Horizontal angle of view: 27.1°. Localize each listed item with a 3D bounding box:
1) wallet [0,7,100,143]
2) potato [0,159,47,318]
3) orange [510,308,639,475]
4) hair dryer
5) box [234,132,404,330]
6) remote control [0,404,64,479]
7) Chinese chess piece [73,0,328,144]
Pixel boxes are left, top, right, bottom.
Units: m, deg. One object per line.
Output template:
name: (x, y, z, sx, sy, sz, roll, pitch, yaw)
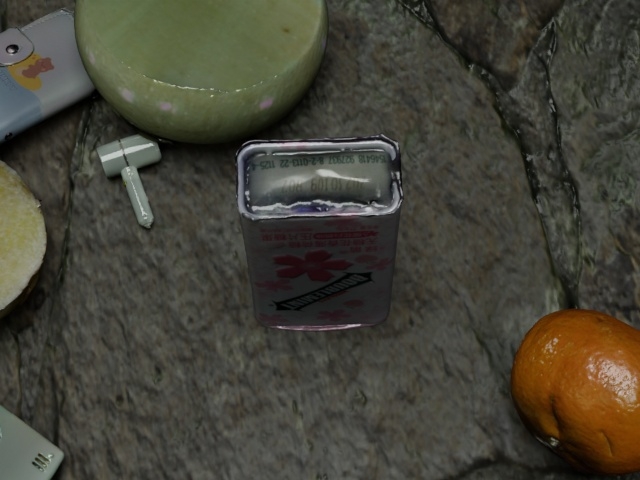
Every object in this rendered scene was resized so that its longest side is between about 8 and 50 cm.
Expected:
wallet: (-0.417, -0.226, 1.875, 0.231, 0.069, 0.170, -32, 66, -23)
potato: (-0.476, 0.017, 1.748, 0.239, 0.116, 0.299, -12, 55, -15)
orange: (0.334, 0.187, 1.614, 0.224, 0.224, 0.170, 37, 77, 15)
hair dryer: (-0.249, -0.079, 1.826, 0.082, 0.047, 0.137, -18, 73, -8)
box: (0.000, 0.000, 1.613, 0.190, 0.369, 0.112, -4, 68, 0)
remote control: (-0.486, 0.217, 1.620, 0.344, 0.050, 0.145, 39, 56, -7)
Chinese chess piece: (-0.163, -0.297, 1.836, 0.349, 0.146, 0.349, 4, 61, -7)
